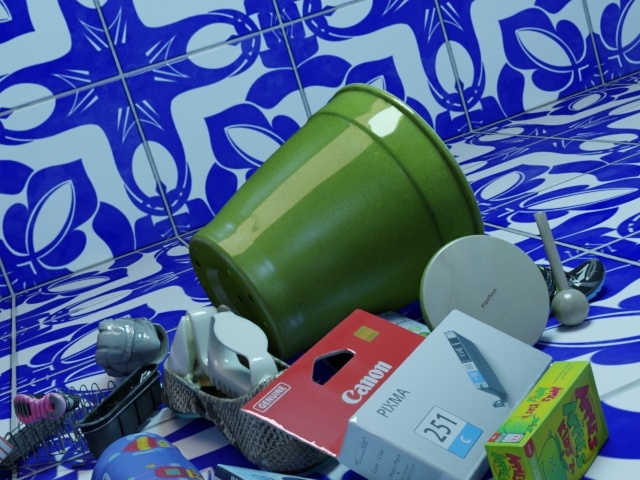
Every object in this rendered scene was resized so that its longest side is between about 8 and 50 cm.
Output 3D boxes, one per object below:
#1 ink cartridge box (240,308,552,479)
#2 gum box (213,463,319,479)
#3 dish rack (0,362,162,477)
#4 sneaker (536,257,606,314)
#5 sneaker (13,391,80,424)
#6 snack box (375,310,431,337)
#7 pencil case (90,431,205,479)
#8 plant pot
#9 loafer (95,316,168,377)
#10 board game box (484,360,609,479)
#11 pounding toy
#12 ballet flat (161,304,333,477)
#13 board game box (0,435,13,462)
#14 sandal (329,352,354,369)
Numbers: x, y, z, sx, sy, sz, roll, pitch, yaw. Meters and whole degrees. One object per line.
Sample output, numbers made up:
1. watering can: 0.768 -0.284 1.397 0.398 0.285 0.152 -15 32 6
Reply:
1. ink cartridge box: 0.097 0.164 1.173 0.261 0.066 0.296 25 30 19
2. gum box: 0.009 0.263 0.976 0.184 0.041 0.157 16 -6 -30
3. dish rack: -0.392 0.282 1.581 0.272 0.074 0.208 -12 13 22
4. sneaker: 0.342 0.065 1.513 0.188 0.078 0.067 -19 13 -12
5. sneaker: -0.408 0.246 1.523 0.119 0.047 0.057 -6 3 34
6. snack box: 0.111 0.147 1.463 0.100 0.037 0.141 -12 21 -36
7. pencil case: -0.167 0.306 1.072 0.119 0.133 0.306 16 1 -22
8. plant pot: 0.000 0.000 1.583 0.353 0.366 0.366 -35 18 -22
9. loafer: -0.319 0.187 1.764 0.112 0.112 0.319 7 -5 -5
10. board game box: 0.234 0.203 1.034 0.043 0.092 0.181 -8 16 38
11. pounding toy: 0.241 0.084 1.446 0.237 0.183 0.110 -21 -13 -17
12. ballet flat: -0.120 0.179 1.409 0.164 0.182 0.483 -23 14 -22
13. board game box: -0.555 0.337 1.510 0.193 0.045 0.146 -1 44 53
14. sandal: 0.077 0.168 1.511 0.067 0.040 0.179 -26 15 -33
